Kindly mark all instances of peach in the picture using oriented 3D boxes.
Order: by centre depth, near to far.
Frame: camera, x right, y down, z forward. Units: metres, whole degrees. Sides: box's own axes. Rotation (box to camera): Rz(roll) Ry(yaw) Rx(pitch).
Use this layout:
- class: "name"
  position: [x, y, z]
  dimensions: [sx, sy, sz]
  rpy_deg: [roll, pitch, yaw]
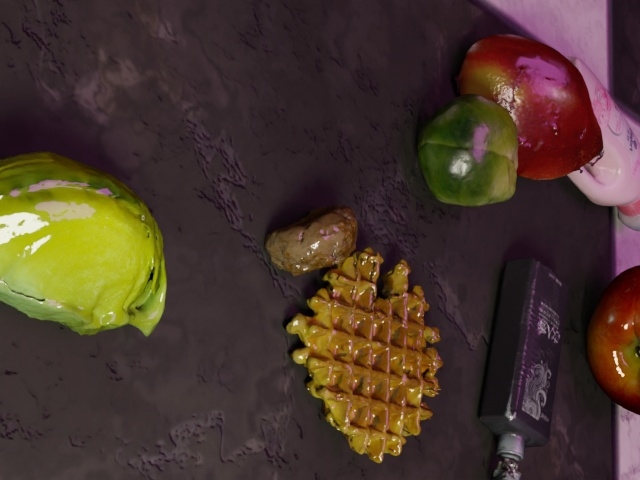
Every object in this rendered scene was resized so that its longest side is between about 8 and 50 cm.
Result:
- class: "peach"
  position: [0.309, -0.175, 1.678]
  dimensions: [0.279, 0.068, 0.189]
  rpy_deg: [24, 87, -25]
- class: "peach"
  position: [0.502, 0.151, 1.795]
  dimensions: [0.243, 0.199, 0.243]
  rpy_deg: [33, 42, -36]

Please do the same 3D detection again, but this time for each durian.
- class: "durian"
  position: [-0.219, 0.000, 1.036]
  dimensions: [0.250, 0.101, 0.139]
  rpy_deg: [20, 102, -47]

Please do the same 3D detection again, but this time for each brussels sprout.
- class: "brussels sprout"
  position: [0.187, -0.115, 1.542]
  dimensions: [0.155, 0.118, 0.155]
  rpy_deg: [-31, 125, -59]

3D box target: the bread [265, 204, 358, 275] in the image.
- class: "bread"
  position: [0.000, 0.000, 1.313]
  dimensions: [0.113, 0.082, 0.060]
  rpy_deg: [-26, 104, -47]

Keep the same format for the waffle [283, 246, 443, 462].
- class: "waffle"
  position: [0.060, 0.129, 1.378]
  dimensions: [0.229, 0.051, 0.231]
  rpy_deg: [-44, 116, -47]

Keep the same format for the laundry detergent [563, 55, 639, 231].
- class: "laundry detergent"
  position: [0.436, -0.132, 1.870]
  dimensions: [0.335, 0.088, 0.159]
  rpy_deg: [44, 61, -36]

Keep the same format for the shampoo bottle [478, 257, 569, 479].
- class: "shampoo bottle"
  position: [0.264, 0.181, 1.601]
  dimensions: [0.098, 0.071, 0.309]
  rpy_deg: [40, 55, -42]
